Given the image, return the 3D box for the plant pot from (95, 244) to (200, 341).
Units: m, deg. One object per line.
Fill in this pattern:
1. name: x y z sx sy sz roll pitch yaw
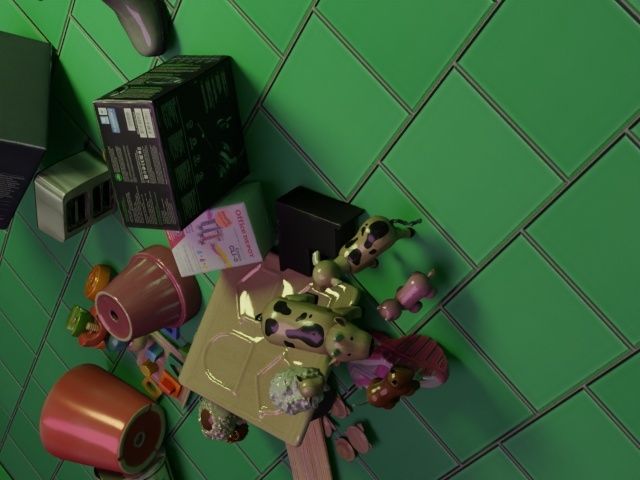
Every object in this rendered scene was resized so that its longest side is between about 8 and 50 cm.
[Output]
1. plant pot: -0.406 0.134 2.091 0.201 0.180 0.201 24 130 32

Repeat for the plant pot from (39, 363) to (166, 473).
1. plant pot: -0.567 0.491 2.434 0.243 0.275 0.275 16 125 27

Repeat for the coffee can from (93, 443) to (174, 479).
1. coffee can: -0.494 0.719 2.534 0.201 0.201 0.275 9 120 41

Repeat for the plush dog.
1. plush dog: -0.180 0.320 2.016 0.225 0.210 0.262 125 141 -61

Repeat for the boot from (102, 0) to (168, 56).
1. boot: -0.440 -0.476 1.702 0.118 0.222 0.338 -16 102 48

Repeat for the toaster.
1. toaster: -0.566 -0.110 2.107 0.110 0.168 0.186 31 134 23

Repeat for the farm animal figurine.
1. farm animal figurine: 0.030 0.133 1.551 0.326 0.172 0.330 -8 87 29

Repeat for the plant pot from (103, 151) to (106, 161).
1. plant pot: -0.426 -0.176 1.994 0.081 0.081 0.083 52 150 6

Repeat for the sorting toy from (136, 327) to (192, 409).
1. sorting toy: -0.400 0.323 2.306 0.196 0.047 0.348 42 138 17

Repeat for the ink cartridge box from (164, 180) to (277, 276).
1. ink cartridge box: -0.192 -0.023 1.771 0.176 0.127 0.128 -12 109 15

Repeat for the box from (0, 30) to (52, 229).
1. box: -0.773 -0.251 2.091 0.395 0.212 0.293 -42 46 50

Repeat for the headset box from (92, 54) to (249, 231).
1. headset box: -0.257 -0.189 1.673 0.131 0.283 0.246 5 120 25

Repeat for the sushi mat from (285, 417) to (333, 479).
1. sushi mat: -0.032 0.479 2.053 0.151 0.019 0.316 18 127 47

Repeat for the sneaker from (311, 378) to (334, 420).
1. sneaker: -0.020 0.286 1.899 0.077 0.072 0.178 23 116 57

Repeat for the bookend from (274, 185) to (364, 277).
1. bookend: 0.000 0.000 1.687 0.157 0.072 0.156 21 129 34

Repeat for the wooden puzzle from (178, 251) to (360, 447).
1. wooden puzzle: -0.098 0.196 1.804 0.348 0.080 0.322 21 89 36

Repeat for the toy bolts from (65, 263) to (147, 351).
1. toy bolts: -0.515 0.192 2.288 0.218 0.158 0.228 -65 28 4

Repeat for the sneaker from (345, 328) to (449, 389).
1. sneaker: 0.143 0.240 1.687 0.252 0.103 0.111 7 121 51

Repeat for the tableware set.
1. tableware set: 0.044 0.403 1.937 0.141 0.020 0.169 54 145 13
